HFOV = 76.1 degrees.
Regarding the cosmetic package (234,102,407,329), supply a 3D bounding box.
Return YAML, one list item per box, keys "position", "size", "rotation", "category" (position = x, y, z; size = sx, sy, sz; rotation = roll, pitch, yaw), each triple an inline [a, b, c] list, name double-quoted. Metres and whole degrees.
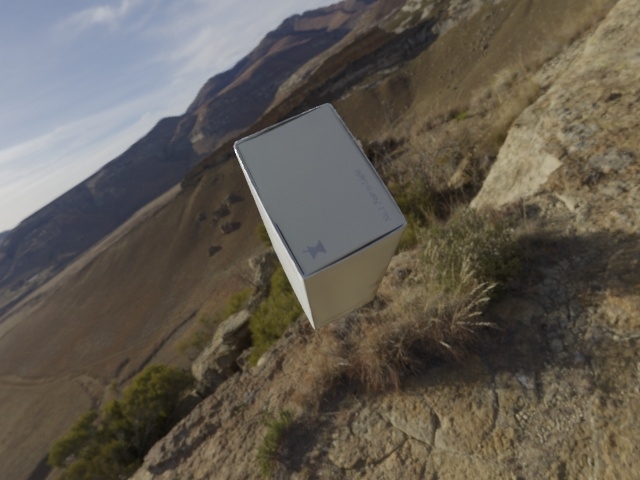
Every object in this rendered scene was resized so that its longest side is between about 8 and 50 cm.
- position: [0.000, 0.000, 0.520]
  size: [0.113, 0.160, 0.309]
  rotation: [-26, -18, -9]
  category: "cosmetic package"
